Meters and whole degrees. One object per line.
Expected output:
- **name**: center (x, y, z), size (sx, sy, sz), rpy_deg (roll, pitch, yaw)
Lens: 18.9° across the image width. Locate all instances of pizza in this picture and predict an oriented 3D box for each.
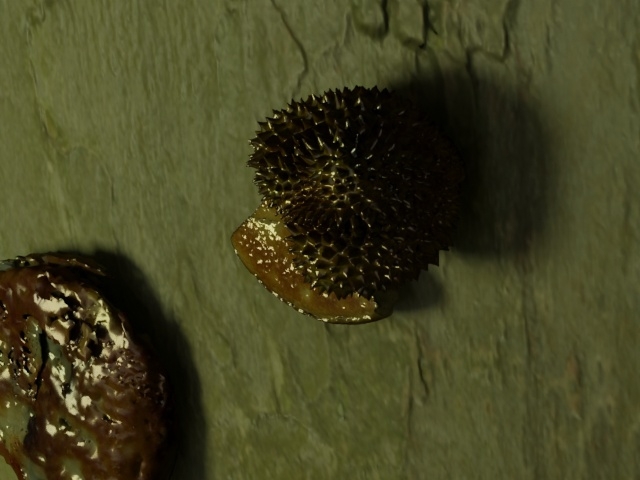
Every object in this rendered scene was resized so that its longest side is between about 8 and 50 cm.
- **pizza**: center (0.000, 0.000, 1.520), size (0.175, 0.046, 0.134), rpy_deg (33, 133, 33)

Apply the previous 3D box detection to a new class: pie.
- **pie**: center (-0.245, 0.138, 1.845), size (0.308, 0.085, 0.308), rpy_deg (20, 120, 40)

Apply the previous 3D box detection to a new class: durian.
- **durian**: center (0.030, -0.036, 1.406), size (0.168, 0.137, 0.158), rpy_deg (-13, 112, 38)
